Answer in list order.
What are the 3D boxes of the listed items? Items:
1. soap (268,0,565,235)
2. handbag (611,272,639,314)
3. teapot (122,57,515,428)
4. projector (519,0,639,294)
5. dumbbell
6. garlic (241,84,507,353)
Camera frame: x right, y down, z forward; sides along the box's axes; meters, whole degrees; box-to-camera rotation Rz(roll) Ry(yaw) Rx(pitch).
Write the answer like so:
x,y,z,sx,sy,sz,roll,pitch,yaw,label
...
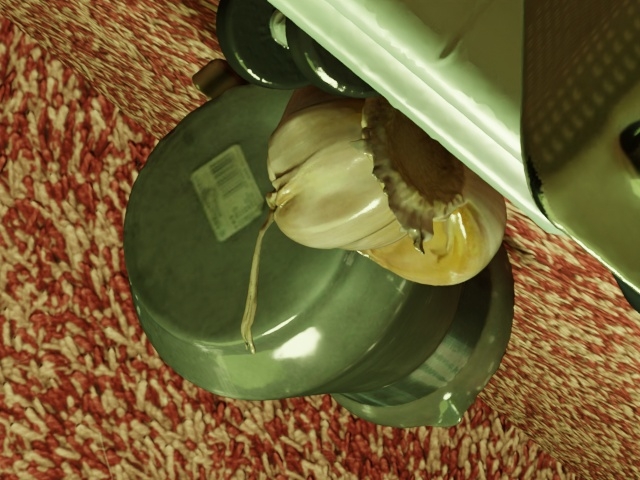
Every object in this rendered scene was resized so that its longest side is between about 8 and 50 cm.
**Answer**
x,y,z,sx,sy,sz,roll,pitch,yaw,label
0.060,-0.150,0.767,0.289,0.173,0.095,38,171,-16,soap
0.284,0.038,1.309,0.211,0.089,0.254,34,169,28,handbag
0.000,0.000,1.751,0.361,0.305,0.376,34,-154,-55,teapot
0.161,-0.074,0.529,0.163,0.177,0.242,37,-157,-10,projector
-0.001,-0.155,1.327,0.100,0.100,0.191,38,172,-21,dumbbell
0.026,-0.026,1.416,0.207,0.257,0.207,38,168,9,garlic
